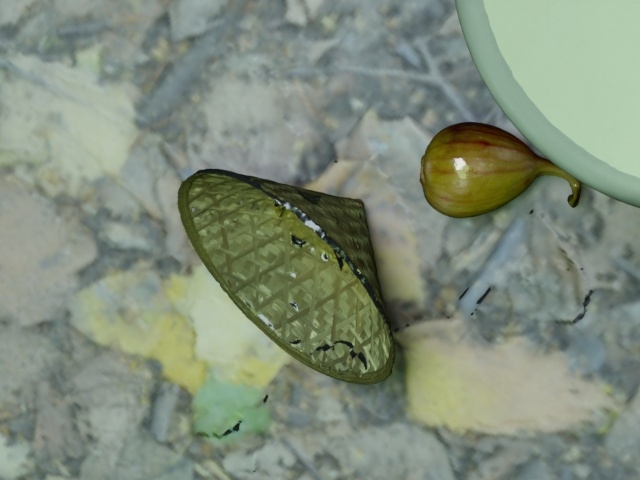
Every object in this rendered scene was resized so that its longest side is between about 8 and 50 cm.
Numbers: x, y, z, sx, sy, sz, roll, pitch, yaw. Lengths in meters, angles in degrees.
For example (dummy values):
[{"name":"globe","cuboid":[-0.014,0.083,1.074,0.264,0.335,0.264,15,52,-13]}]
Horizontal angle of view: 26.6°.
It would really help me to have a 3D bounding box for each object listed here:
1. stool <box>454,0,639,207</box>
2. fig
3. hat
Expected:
[{"name":"stool","cuboid":[0.167,-0.122,0.541,0.195,0.199,0.195,10,108,16]},{"name":"fig","cuboid":[0.090,-0.033,0.675,0.083,0.050,0.050,8,109,-4]},{"name":"hat","cuboid":[0.000,0.000,0.705,0.146,0.067,0.146,34,153,20]}]
